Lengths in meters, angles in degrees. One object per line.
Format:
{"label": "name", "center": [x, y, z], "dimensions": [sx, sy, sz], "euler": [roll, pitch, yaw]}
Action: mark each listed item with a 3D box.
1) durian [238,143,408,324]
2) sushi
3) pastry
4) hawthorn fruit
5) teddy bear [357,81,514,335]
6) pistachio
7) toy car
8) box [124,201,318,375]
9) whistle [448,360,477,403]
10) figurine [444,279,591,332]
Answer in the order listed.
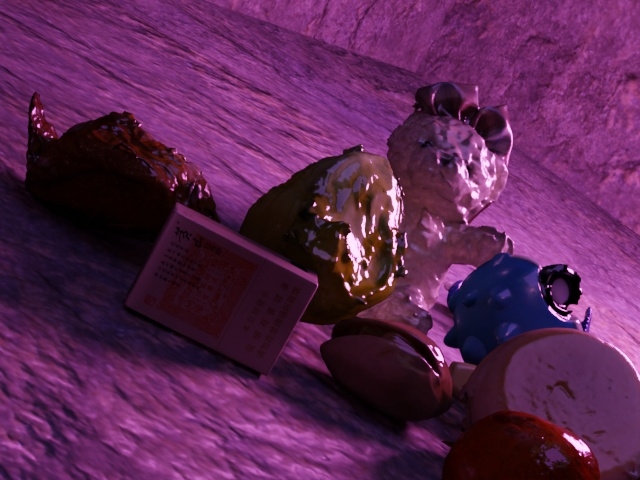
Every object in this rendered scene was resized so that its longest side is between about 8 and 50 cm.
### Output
{"label": "durian", "center": [0.000, 0.000, 1.940], "dimensions": [0.204, 0.256, 0.340], "euler": [46, -30, -12]}
{"label": "sushi", "center": [-0.267, -0.083, 1.879], "dimensions": [0.296, 0.167, 0.179], "euler": [14, 26, 11]}
{"label": "pastry", "center": [0.305, 0.237, 1.794], "dimensions": [0.265, 0.133, 0.265], "euler": [7, 53, -9]}
{"label": "hawthorn fruit", "center": [0.214, 0.274, 1.609], "dimensions": [0.179, 0.179, 0.200], "euler": [12, 20, -48]}
{"label": "teddy bear", "center": [0.161, -0.061, 2.192], "dimensions": [0.327, 0.362, 0.375], "euler": [31, 14, 4]}
{"label": "pistachio", "center": [0.089, 0.167, 1.828], "dimensions": [0.185, 0.124, 0.124], "euler": [26, 14, 16]}
{"label": "toy car", "center": [0.284, 0.150, 2.047], "dimensions": [0.190, 0.255, 0.188], "euler": [-31, 15, -33]}
{"label": "box", "center": [-0.121, 0.060, 1.724], "dimensions": [0.201, 0.141, 0.058], "euler": [29, 11, -9]}
{"label": "whistle", "center": [0.304, 0.246, 1.950], "dimensions": [0.294, 0.141, 0.141], "euler": [23, 16, 1]}
{"label": "figurine", "center": [0.329, 0.134, 2.362], "dimensions": [0.262, 0.120, 0.164], "euler": [19, 3, 27]}
